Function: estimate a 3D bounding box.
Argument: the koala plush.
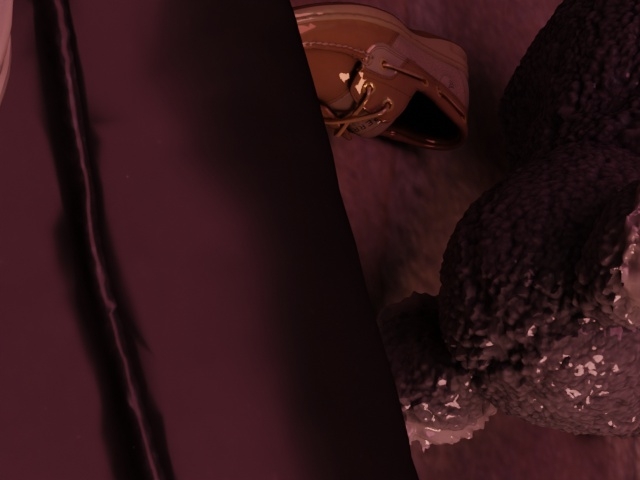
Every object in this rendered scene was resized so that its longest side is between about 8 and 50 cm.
[{"bbox_3d":[0.121,0.004,0.765,0.221,0.196,0.203,-34,93,-46],"label":"koala plush"}]

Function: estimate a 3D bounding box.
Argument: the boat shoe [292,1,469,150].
[{"bbox_3d":[0.019,-0.064,0.771,0.135,0.050,0.045,6,66,-47],"label":"boat shoe"}]

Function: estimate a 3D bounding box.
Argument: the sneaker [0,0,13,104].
[{"bbox_3d":[-0.157,0.030,0.390,0.108,0.169,0.292,28,76,-7],"label":"sneaker"}]

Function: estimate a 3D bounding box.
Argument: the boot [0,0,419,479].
[{"bbox_3d":[-0.002,0.000,0.595,0.367,0.146,0.445,-11,80,-20],"label":"boot"}]
